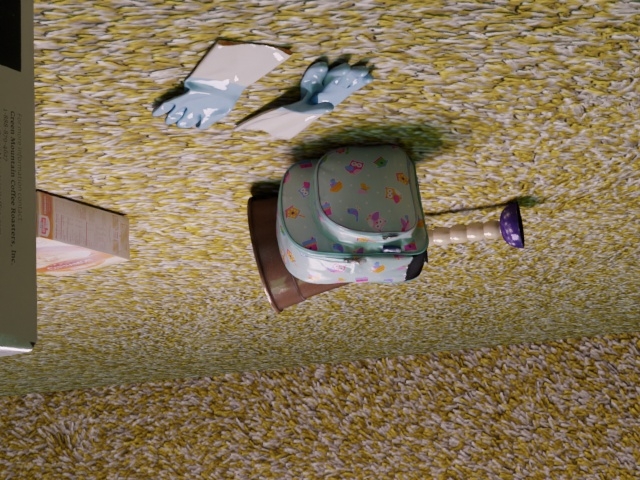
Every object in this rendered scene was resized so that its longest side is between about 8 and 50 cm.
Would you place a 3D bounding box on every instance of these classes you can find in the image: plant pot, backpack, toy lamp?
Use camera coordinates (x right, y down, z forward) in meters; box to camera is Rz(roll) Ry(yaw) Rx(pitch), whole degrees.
[{"bbox_3d":[0.000,0.000,1.776,0.165,0.167,0.167,-15,164,7],"label":"plant pot"},{"bbox_3d":[0.036,-0.032,1.625,0.188,0.166,0.144,-6,151,-1],"label":"backpack"},{"bbox_3d":[0.166,-0.005,1.943,0.275,0.080,0.080,-10,165,14],"label":"toy lamp"}]

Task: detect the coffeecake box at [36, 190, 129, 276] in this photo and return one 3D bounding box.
[{"bbox_3d":[-0.381,-0.006,1.795,0.142,0.068,0.185,-12,163,31],"label":"coffeecake box"}]

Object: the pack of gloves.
[{"bbox_3d":[-0.064,-0.143,1.394,0.195,0.046,0.232,2,164,-27],"label":"pack of gloves"}]

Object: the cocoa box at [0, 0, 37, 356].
[{"bbox_3d":[-0.362,-0.085,0.920,0.228,0.347,0.231,-12,164,32],"label":"cocoa box"}]
